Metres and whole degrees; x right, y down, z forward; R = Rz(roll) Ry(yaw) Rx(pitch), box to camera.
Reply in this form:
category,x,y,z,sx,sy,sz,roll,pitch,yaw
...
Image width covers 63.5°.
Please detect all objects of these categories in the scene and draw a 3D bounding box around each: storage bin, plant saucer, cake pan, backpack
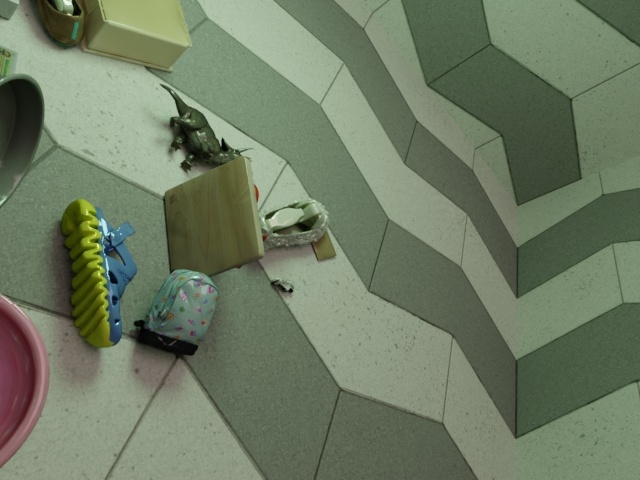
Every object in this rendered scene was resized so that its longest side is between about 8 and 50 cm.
category,x,y,z,sx,sy,sz,roll,pitch,yaw
storage bin,-0.517,-0.626,1.399,0.262,0.123,0.260,-4,72,-49
plant saucer,-0.599,0.224,0.783,0.332,0.084,0.331,10,68,-26
cake pan,-0.600,-0.171,0.929,0.054,0.293,0.293,23,48,-9
backpack,-0.304,0.156,1.153,0.152,0.115,0.181,29,78,-42

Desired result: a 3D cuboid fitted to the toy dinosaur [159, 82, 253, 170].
category,x,y,z,sx,sy,sz,roll,pitch,yaw
toy dinosaur,-0.343,-0.292,1.436,0.313,0.121,0.160,46,29,-14

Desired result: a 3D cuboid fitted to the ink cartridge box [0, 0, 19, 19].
category,x,y,z,sx,sy,sz,roll,pitch,yaw
ink cartridge box,-0.766,-0.582,1.134,0.181,0.062,0.104,15,58,-44

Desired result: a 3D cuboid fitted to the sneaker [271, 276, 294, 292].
category,x,y,z,sx,sy,sz,roll,pitch,yaw
sneaker,-0.106,0.131,1.502,0.083,0.032,0.036,18,56,-42

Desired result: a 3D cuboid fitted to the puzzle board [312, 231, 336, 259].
category,x,y,z,sx,sy,sz,roll,pitch,yaw
puzzle board,0.000,0.000,1.718,0.096,0.011,0.128,-11,77,-50

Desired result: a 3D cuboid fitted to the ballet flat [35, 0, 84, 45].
category,x,y,z,sx,sy,sz,roll,pitch,yaw
ballet flat,-0.660,-0.642,1.238,0.116,0.124,0.342,-24,87,-44

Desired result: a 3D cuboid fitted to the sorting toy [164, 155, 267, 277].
category,x,y,z,sx,sy,sz,roll,pitch,yaw
sorting toy,-0.247,-0.037,1.272,0.089,0.256,0.256,25,50,-59

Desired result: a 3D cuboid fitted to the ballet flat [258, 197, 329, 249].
category,x,y,z,sx,sy,sz,roll,pitch,yaw
ballet flat,-0.074,-0.056,1.558,0.409,0.147,0.146,-22,86,-51

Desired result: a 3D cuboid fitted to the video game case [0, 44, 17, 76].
category,x,y,z,sx,sy,sz,roll,pitch,yaw
video game case,-0.740,-0.344,1.058,0.193,0.023,0.212,17,56,-43

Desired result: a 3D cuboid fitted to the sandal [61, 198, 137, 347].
category,x,y,z,sx,sy,sz,roll,pitch,yaw
sandal,-0.444,0.065,1.085,0.138,0.126,0.317,9,64,-51
